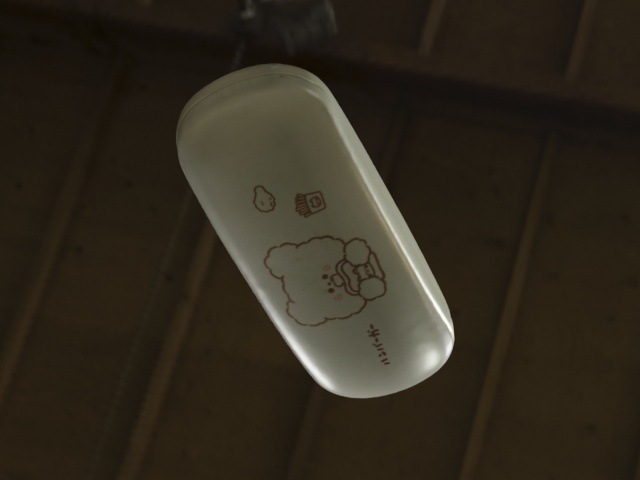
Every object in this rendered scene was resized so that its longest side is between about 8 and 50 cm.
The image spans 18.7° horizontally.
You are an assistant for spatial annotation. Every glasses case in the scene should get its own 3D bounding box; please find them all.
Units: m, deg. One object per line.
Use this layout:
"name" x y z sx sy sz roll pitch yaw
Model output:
"glasses case" 0.000 0.000 0.887 0.074 0.193 0.049 -20 -143 12
